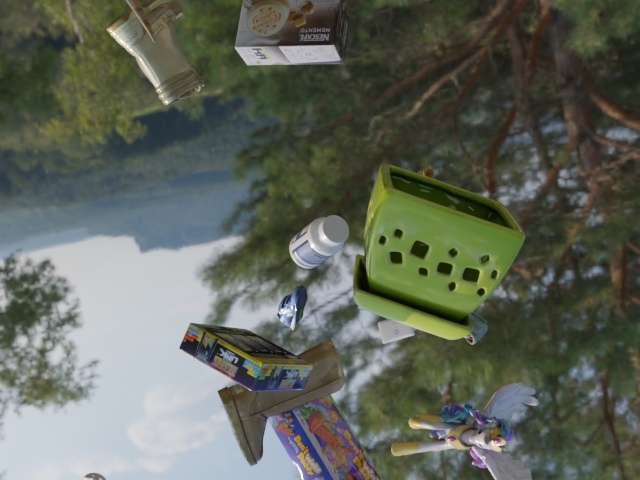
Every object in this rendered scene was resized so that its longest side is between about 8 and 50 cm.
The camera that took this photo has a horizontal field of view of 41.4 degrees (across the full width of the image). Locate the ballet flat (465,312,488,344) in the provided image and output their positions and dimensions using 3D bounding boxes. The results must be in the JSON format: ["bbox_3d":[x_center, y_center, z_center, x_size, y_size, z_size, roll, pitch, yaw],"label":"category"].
[{"bbox_3d":[0.261,0.145,1.804,0.068,0.213,0.072,-53,-176,-8],"label":"ballet flat"}]

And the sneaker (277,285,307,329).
[{"bbox_3d":[-0.069,0.150,1.956,0.059,0.144,0.053,31,-131,13],"label":"sneaker"}]

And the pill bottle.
[{"bbox_3d":[0.000,0.000,2.014,0.094,0.094,0.169,-14,169,-30],"label":"pill bottle"}]

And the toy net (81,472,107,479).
[{"bbox_3d":[-0.463,0.516,1.709,0.045,0.122,0.232,-18,150,-37],"label":"toy net"}]

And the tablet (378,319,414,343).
[{"bbox_3d":[0.180,0.209,2.010,0.083,0.054,0.006,-19,164,23],"label":"tablet"}]

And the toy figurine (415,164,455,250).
[{"bbox_3d":[0.291,-0.079,2.316,0.148,0.213,0.209,-12,142,44],"label":"toy figurine"}]

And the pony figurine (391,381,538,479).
[{"bbox_3d":[0.437,0.553,2.388,0.364,0.302,0.351,-10,167,42],"label":"pony figurine"}]

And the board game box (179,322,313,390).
[{"bbox_3d":[-0.110,0.179,1.295,0.141,0.048,0.170,26,-177,27],"label":"board game box"}]

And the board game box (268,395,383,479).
[{"bbox_3d":[0.023,0.550,2.173,0.078,0.347,0.233,-37,167,21],"label":"board game box"}]

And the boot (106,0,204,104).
[{"bbox_3d":[-0.313,-0.394,1.756,0.095,0.203,0.262,-30,-166,22],"label":"boot"}]

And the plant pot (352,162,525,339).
[{"bbox_3d":[0.169,0.021,1.354,0.228,0.207,0.227,20,-164,-2],"label":"plant pot"}]

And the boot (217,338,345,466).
[{"bbox_3d":[-0.069,0.363,1.867,0.270,0.236,0.089,-22,-142,-12],"label":"boot"}]

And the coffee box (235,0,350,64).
[{"bbox_3d":[-0.064,-0.499,2.018,0.247,0.141,0.098,4,164,17],"label":"coffee box"}]

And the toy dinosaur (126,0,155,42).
[{"bbox_3d":[-0.225,-0.321,1.019,0.112,0.064,0.211,12,-142,-1],"label":"toy dinosaur"}]
